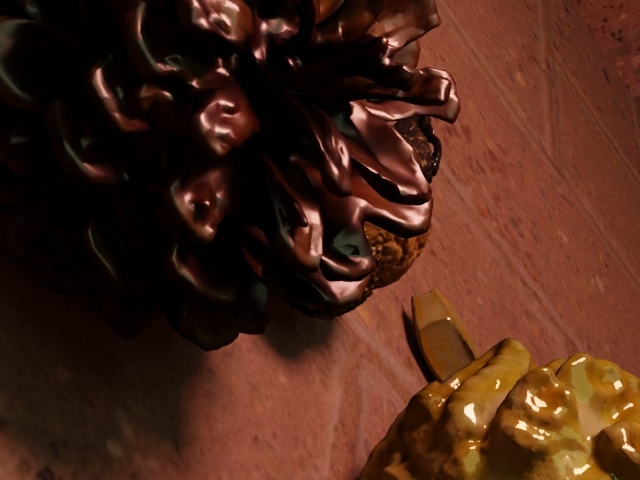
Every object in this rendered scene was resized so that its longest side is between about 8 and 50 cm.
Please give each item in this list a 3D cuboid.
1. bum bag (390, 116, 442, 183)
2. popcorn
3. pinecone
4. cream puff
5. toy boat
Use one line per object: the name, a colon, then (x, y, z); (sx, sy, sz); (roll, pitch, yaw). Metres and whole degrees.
bum bag: (0.114, -0.108, 1.633); (0.248, 0.069, 0.102); (-39, 130, -67)
popcorn: (0.202, 0.240, 1.198); (0.312, 0.312, 0.312); (43, 31, -35)
pinecone: (-0.072, -0.105, 0.980); (0.398, 0.398, 0.397); (43, 31, -35)
cream puff: (0.000, 0.000, 1.242); (0.183, 0.183, 0.169); (51, 52, -22)
toy boat: (0.158, 0.139, 1.484); (0.172, 0.065, 0.066); (64, 6, -1)
